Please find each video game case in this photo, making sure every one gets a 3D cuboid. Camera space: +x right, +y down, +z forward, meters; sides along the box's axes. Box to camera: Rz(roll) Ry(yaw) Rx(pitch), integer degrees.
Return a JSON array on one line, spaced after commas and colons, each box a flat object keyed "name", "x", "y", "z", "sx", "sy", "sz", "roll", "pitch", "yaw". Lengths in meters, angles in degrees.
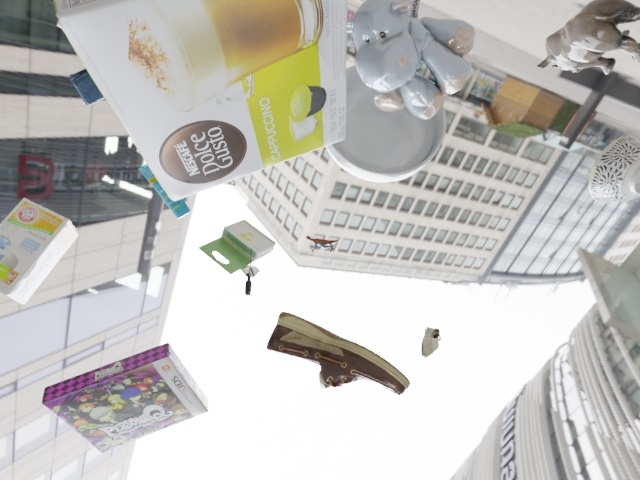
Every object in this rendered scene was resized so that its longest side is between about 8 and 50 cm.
[{"name": "video game case", "x": -0.366, "y": 0.313, "z": 0.828, "sx": 0.232, "sy": 0.210, "sz": 0.042, "roll": -19, "pitch": -140, "yaw": -7}]

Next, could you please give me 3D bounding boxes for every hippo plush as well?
[{"name": "hippo plush", "x": 0.179, "y": -0.404, "z": 0.853, "sx": 0.234, "sy": 0.294, "sz": 0.236, "roll": -3, "pitch": -175, "yaw": 26}]

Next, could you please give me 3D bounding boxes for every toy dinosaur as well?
[{"name": "toy dinosaur", "x": 0.000, "y": 0.000, "z": 1.198, "sx": 0.082, "sy": 0.090, "sz": 0.047, "roll": 32, "pitch": -145, "yaw": -4}]

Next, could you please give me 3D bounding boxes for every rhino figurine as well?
[{"name": "rhino figurine", "x": 0.409, "y": -0.303, "z": 0.655, "sx": 0.106, "sy": 0.073, "sz": 0.243, "roll": 17, "pitch": -168, "yaw": 6}]

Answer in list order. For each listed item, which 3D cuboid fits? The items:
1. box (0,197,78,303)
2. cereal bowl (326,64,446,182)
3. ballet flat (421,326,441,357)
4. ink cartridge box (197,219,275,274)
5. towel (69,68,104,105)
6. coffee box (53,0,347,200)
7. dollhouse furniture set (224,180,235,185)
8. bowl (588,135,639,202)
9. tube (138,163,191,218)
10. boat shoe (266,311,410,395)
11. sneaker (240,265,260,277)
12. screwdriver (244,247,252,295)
[{"name": "box", "x": -0.675, "y": 0.023, "z": 0.965, "sx": 0.114, "sy": 0.103, "sz": 0.203, "roll": 28, "pitch": -116, "yaw": -5}, {"name": "cereal bowl", "x": 0.161, "y": -0.309, "z": 1.163, "sx": 0.339, "sy": 0.339, "sz": 0.141, "roll": 24, "pitch": 166, "yaw": 4}, {"name": "ballet flat", "x": 0.338, "y": 0.303, "z": 1.283, "sx": 0.052, "sy": 0.057, "sz": 0.168, "roll": -6, "pitch": -168, "yaw": 20}, {"name": "ink cartridge box", "x": -0.301, "y": 0.017, "z": 1.547, "sx": 0.171, "sy": 0.056, "sz": 0.235, "roll": 36, "pitch": -148, "yaw": 17}, {"name": "towel", "x": -0.448, "y": -0.334, "z": 0.874, "sx": 0.029, "sy": 0.067, "sz": 0.119, "roll": 35, "pitch": -116, "yaw": 27}, {"name": "coffee box", "x": -0.177, "y": -0.330, "z": 0.671, "sx": 0.334, "sy": 0.337, "sz": 0.338, "roll": -21, "pitch": -118, "yaw": -9}, {"name": "dollhouse furniture set", "x": -0.334, "y": -0.295, "z": 1.429, "sx": 0.123, "sy": 0.144, "sz": 0.151, "roll": 12, "pitch": -121, "yaw": 14}, {"name": "bowl", "x": 0.743, "y": -0.157, "z": 1.011, "sx": 0.170, "sy": 0.170, "sz": 0.080, "roll": 11, "pitch": -161, "yaw": -23}, {"name": "tube", "x": -0.508, "y": -0.169, "z": 1.396, "sx": 0.207, "sy": 0.080, "sz": 0.052, "roll": 57, "pitch": -173, "yaw": -10}, {"name": "boat shoe", "x": 0.033, "y": 0.287, "z": 0.979, "sx": 0.342, "sy": 0.123, "sz": 0.123, "roll": 24, "pitch": 163, "yaw": 11}, {"name": "sneaker", "x": -0.284, "y": 0.114, "z": 1.618, "sx": 0.109, "sy": 0.040, "sz": 0.043, "roll": 10, "pitch": -127, "yaw": 37}, {"name": "screwdriver", "x": -0.239, "y": 0.106, "z": 1.433, "sx": 0.024, "sy": 0.025, "sz": 0.169, "roll": -3, "pitch": -117, "yaw": 11}]
